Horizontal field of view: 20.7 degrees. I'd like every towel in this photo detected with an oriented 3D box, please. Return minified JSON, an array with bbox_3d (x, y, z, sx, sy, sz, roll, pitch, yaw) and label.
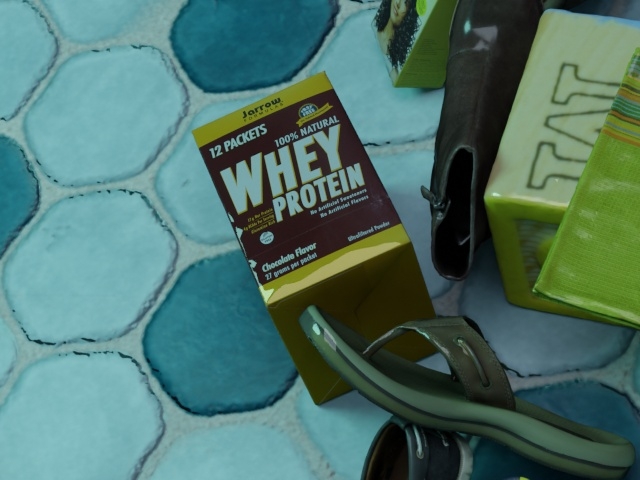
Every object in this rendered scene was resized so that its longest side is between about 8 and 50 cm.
[{"bbox_3d":[0.252,-0.044,1.362,0.102,0.021,0.237,16,65,22],"label":"towel"}]

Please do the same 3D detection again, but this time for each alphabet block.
[{"bbox_3d":[0.264,-0.054,1.490,0.193,0.192,0.197,10,61,20],"label":"alphabet block"}]

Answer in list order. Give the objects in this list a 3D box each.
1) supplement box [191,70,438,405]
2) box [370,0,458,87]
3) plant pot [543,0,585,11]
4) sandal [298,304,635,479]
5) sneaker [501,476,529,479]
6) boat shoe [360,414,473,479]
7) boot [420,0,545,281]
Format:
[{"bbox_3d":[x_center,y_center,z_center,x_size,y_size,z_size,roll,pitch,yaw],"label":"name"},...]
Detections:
[{"bbox_3d":[0.000,0.000,1.515,0.129,0.191,0.194,-24,57,-1],"label":"supplement box"},{"bbox_3d":[0.118,-0.247,1.614,0.058,0.232,0.087,-1,52,-24],"label":"box"},{"bbox_3d":[0.253,-0.363,1.662,0.229,0.263,0.263,-21,56,-20],"label":"plant pot"},{"bbox_3d":[0.122,0.108,1.412,0.303,0.120,0.086,21,99,-13],"label":"sandal"},{"bbox_3d":[0.123,0.233,1.434,0.144,0.059,0.053,-13,64,28],"label":"sneaker"},{"bbox_3d":[0.042,0.252,1.398,0.084,0.079,0.233,18,84,42],"label":"boat shoe"},{"bbox_3d":[0.141,-0.106,1.487,0.090,0.248,0.207,8,19,6],"label":"boot"}]
